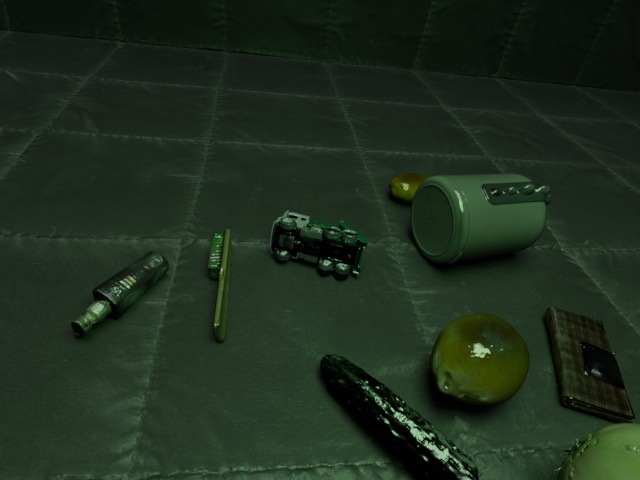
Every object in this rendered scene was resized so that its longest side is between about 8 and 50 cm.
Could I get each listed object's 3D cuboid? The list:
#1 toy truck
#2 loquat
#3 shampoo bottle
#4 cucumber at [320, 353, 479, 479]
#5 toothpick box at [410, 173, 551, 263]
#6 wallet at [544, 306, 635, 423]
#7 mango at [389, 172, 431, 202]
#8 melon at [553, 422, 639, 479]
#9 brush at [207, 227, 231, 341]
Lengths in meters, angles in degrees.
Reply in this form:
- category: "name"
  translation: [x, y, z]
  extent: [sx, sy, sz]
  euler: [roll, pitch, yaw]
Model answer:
- category: "toy truck"
  translation: [0.000, 0.000, 0.943]
  extent: [0.215, 0.111, 0.116]
  euler: [14, 27, 7]
- category: "loquat"
  translation: [0.271, 0.210, 0.710]
  extent: [0.195, 0.152, 0.152]
  euler: [-13, 44, -37]
- category: "shampoo bottle"
  translation: [-0.381, 0.100, 0.781]
  extent: [0.057, 0.064, 0.208]
  euler: [29, 41, 7]
- category: "cucumber"
  translation: [0.109, 0.280, 0.645]
  extent: [0.303, 0.081, 0.072]
  euler: [35, 75, 28]
- category: "toothpick box"
  translation: [0.409, -0.068, 1.002]
  extent: [0.315, 0.229, 0.229]
  euler: [-6, 42, -18]
- category: "wallet"
  translation: [0.522, 0.235, 0.806]
  extent: [0.124, 0.042, 0.230]
  euler: [14, 38, 9]
- category: "mango"
  translation: [0.272, -0.159, 1.206]
  extent: [0.160, 0.076, 0.103]
  euler: [-20, 43, -36]
- category: "melon"
  translation: [0.455, 0.370, 0.492]
  extent: [0.316, 0.223, 0.223]
  euler: [36, 46, 30]
- category: "brush"
  translation: [-0.211, 0.080, 0.841]
  extent: [0.048, 0.054, 0.283]
  euler: [-7, 41, -5]
